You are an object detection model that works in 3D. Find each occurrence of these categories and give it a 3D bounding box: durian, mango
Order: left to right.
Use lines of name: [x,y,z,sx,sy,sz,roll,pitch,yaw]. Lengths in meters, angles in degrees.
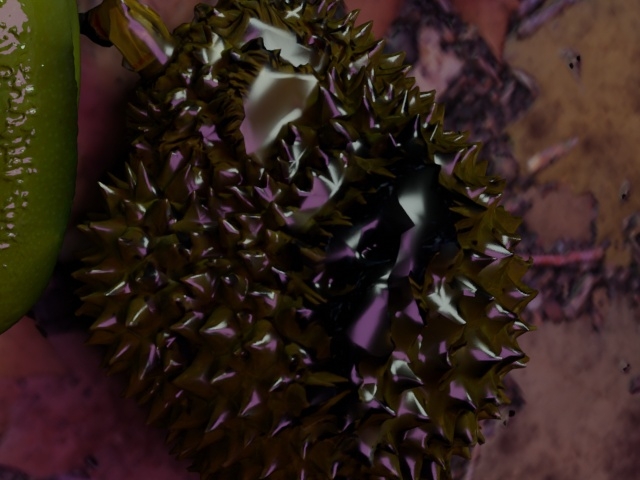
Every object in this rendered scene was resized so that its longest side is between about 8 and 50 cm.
mango: [-0.132,-0.040,0.697,0.091,0.074,0.165,2,110,-24]
durian: [0.000,0.000,0.746,0.193,0.137,0.237,-47,117,-19]
